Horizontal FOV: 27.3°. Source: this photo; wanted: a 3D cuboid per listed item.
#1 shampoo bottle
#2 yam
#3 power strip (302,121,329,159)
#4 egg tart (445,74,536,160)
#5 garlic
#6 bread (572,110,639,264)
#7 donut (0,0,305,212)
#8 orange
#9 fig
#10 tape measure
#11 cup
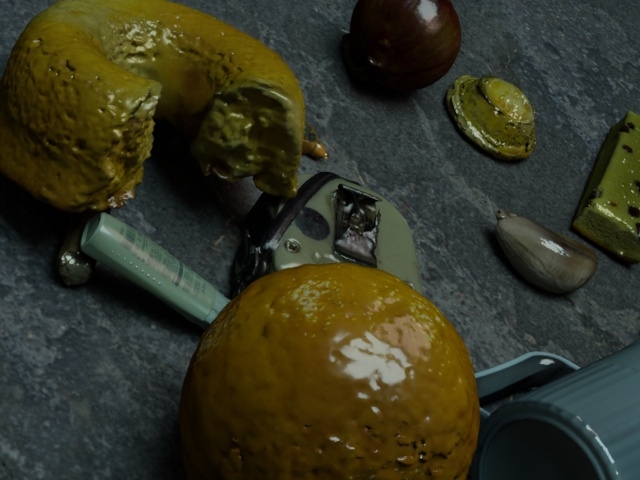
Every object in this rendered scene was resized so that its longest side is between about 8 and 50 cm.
[{"bbox_3d":[-0.200,0.043,1.630,0.212,0.049,0.072,38,29,-24],"label":"shampoo bottle"},{"bbox_3d":[-0.290,-0.039,1.675,0.057,0.057,0.241,25,41,-16],"label":"yam"},{"bbox_3d":[-0.059,-0.180,2.006,0.178,0.028,0.049,38,39,-2],"label":"power strip"},{"bbox_3d":[0.310,-0.224,2.297,0.191,0.074,0.191,23,42,-22],"label":"egg tart"},{"bbox_3d":[0.359,0.026,2.091,0.196,0.087,0.101,24,28,-12],"label":"garlic"},{"bbox_3d":[0.556,-0.098,2.358,0.138,0.077,0.361,36,40,-2],"label":"bread"},{"bbox_3d":[-0.233,-0.199,1.716,0.435,0.163,0.377,-12,42,-43],"label":"donut"},{"bbox_3d":[0.008,0.179,1.471,0.341,0.340,0.293,13,52,-28],"label":"orange"},{"bbox_3d":[0.132,-0.333,2.187,0.205,0.205,0.205,21,43,-21],"label":"fig"},{"bbox_3d":[0.000,0.000,1.803,0.271,0.133,0.231,13,46,-25],"label":"tape measure"},{"bbox_3d":[0.365,0.259,1.736,0.311,0.257,0.331,-14,64,-42],"label":"cup"}]
